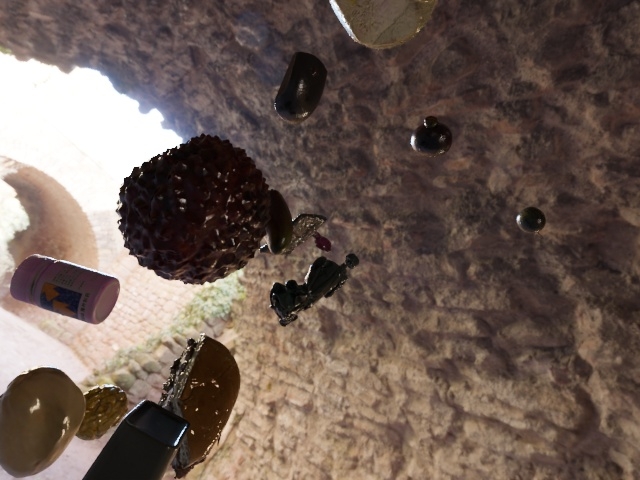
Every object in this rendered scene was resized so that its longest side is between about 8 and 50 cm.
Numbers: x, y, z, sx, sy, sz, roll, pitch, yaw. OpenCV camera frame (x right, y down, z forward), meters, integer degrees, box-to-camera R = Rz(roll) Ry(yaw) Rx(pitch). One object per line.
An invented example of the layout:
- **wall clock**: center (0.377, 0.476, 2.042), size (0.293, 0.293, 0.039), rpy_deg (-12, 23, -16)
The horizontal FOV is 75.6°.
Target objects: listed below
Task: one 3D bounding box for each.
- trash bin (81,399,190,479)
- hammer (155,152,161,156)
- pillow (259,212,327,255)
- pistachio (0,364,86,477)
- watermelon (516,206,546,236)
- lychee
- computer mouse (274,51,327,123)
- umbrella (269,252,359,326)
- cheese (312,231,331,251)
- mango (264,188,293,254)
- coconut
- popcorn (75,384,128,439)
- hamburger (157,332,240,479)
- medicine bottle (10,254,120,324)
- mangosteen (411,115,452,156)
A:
- **trash bin**: center (-0.346, 0.425, 0.721), size (0.122, 0.240, 0.164), rpy_deg (31, -12, -3)
- **hammer**: center (-0.528, -0.255, 1.624), size (0.158, 0.041, 0.226), rpy_deg (6, -37, 26)
- **pillow**: center (-0.102, -0.019, 1.621), size (0.189, 0.255, 0.034), rpy_deg (9, 44, -57)
- **pistachio**: center (-0.510, 0.329, 0.749), size (0.145, 0.201, 0.117), rpy_deg (1, 6, -27)
- **watermelon**: center (0.852, -0.070, 1.657), size (0.133, 0.105, 0.105), rpy_deg (63, -16, 16)
- **lychee**: center (-0.365, -0.071, 1.188), size (0.424, 0.424, 0.500), rpy_deg (40, -57, -11)
- **computer mouse**: center (-0.068, -0.595, 1.630), size (0.170, 0.269, 0.100), rpy_deg (16, 7, -46)
- **umbrella**: center (-0.013, 0.135, 1.304), size (0.094, 0.349, 0.143), rpy_deg (33, -39, 33)
- **cheese**: center (0.000, 0.000, 2.084), size (0.145, 0.095, 0.038), rpy_deg (51, -44, 16)
- **mango**: center (-0.159, -0.063, 1.449), size (0.133, 0.267, 0.111), rpy_deg (-36, -38, 28)
- **coconut**: center (0.164, -0.655, 0.988), size (0.297, 0.309, 0.297), rpy_deg (16, -31, 10)
- **popcorn**: center (-0.702, 0.545, 1.308), size (0.170, 0.180, 0.180), rpy_deg (6, -33, 24)
- **hamburger**: center (-0.302, 0.390, 1.027), size (0.155, 0.245, 0.282), rpy_deg (-26, -93, 49)
- **medicine bottle**: center (-0.877, 0.169, 1.434), size (0.290, 0.178, 0.178), rpy_deg (18, -22, -3)
- **mangosteen**: center (0.401, -0.374, 1.488), size (0.152, 0.152, 0.152), rpy_deg (30, -23, 14)
